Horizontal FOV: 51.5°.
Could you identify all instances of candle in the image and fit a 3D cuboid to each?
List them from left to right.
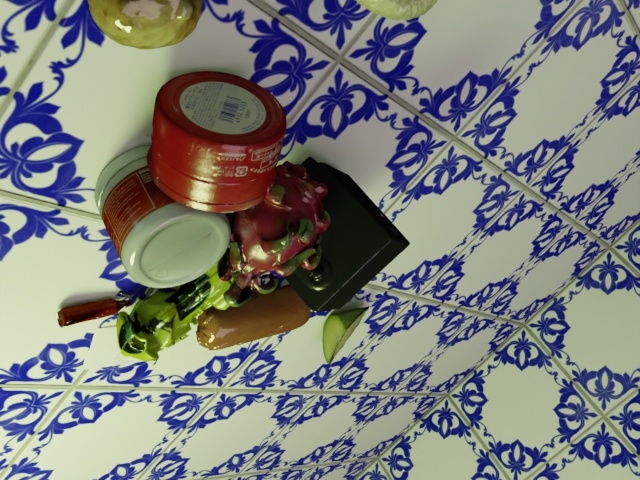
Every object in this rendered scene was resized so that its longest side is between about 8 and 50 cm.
[{"bbox_3d":[-0.477,0.143,1.414,0.162,0.053,0.048,-13,97,-39],"label":"candle"}]

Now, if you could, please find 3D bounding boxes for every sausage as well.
[{"bbox_3d":[-0.170,0.192,1.673,0.304,0.121,0.121,-10,139,-35],"label":"sausage"}]

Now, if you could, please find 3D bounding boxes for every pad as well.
[{"bbox_3d":[-0.447,0.249,1.601,0.232,0.004,0.156,-1,134,-41],"label":"pad"}]

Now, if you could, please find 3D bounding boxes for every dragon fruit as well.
[{"bbox_3d":[-0.099,-0.017,1.287,0.273,0.218,0.198,-44,-170,34],"label":"dragon fruit"}]

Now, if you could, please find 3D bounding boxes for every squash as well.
[{"bbox_3d":[0.062,0.256,2.023,0.184,0.085,0.192,-43,164,-48],"label":"squash"}]

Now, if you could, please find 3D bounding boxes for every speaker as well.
[{"bbox_3d":[0.017,-0.015,1.426,0.232,0.254,0.184,-44,163,13],"label":"speaker"}]

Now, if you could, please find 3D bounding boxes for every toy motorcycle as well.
[{"bbox_3d":[-0.325,0.153,1.471,0.342,0.142,0.206,-39,-175,5],"label":"toy motorcycle"}]

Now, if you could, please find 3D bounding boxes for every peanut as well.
[{"bbox_3d":[-0.250,-0.341,0.946,0.159,0.109,0.141,-1,124,-25],"label":"peanut"}]

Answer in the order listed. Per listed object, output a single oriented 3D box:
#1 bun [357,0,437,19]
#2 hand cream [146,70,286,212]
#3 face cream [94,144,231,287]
[{"bbox_3d":[0.116,-0.473,1.081,0.220,0.134,0.220,-11,112,-27],"label":"bun"},{"bbox_3d":[-0.173,-0.170,1.121,0.230,0.230,0.149,-12,142,-32],"label":"hand cream"},{"bbox_3d":[-0.287,-0.042,1.210,0.201,0.187,0.201,-24,145,-18],"label":"face cream"}]
